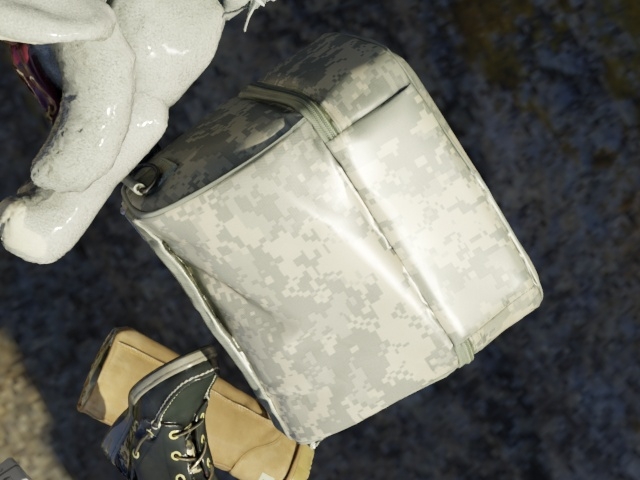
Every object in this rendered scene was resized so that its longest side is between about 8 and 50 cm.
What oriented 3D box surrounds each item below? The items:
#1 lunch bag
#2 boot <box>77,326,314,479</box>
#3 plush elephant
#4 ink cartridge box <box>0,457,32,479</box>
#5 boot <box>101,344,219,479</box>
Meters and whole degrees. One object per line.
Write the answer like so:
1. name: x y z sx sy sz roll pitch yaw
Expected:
1. lunch bag: 0.000 0.000 1.464 0.305 0.256 0.212 58 166 -23
2. boot: -0.126 0.168 1.956 0.269 0.236 0.089 28 123 -11
3. plush elephant: -0.206 -0.188 1.227 0.255 0.272 0.330 31 132 -31
4. ink cartridge box: -0.418 0.387 2.072 0.121 0.211 0.289 52 167 -7
5. boot: -0.119 0.218 1.621 0.178 0.085 0.236 59 144 16
